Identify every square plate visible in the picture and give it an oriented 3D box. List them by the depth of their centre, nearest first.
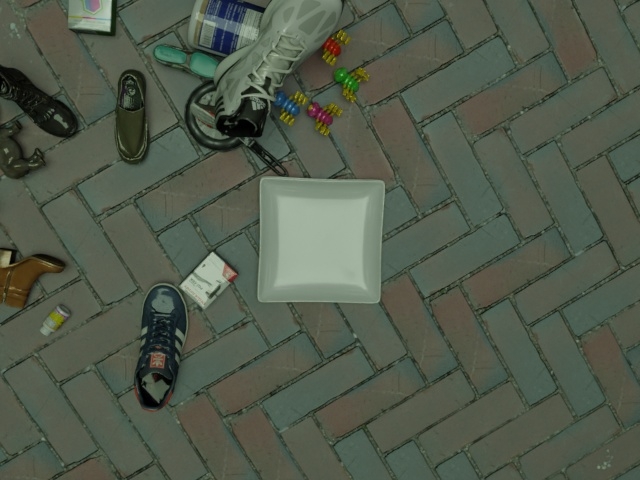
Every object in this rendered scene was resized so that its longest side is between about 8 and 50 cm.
[{"bbox_3d":[0.000,0.000,1.908,0.344,0.049,0.347,1,96,-6],"label":"square plate"}]

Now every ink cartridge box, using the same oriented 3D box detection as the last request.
[{"bbox_3d":[-0.584,-0.640,1.774,0.109,0.062,0.209,4,95,-5],"label":"ink cartridge box"},{"bbox_3d":[-0.305,0.107,1.886,0.099,0.056,0.135,43,90,-9],"label":"ink cartridge box"}]

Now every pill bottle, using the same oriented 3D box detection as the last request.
[{"bbox_3d":[-0.197,-0.534,1.778,0.265,0.153,0.153,16,94,-8],"label":"pill bottle"},{"bbox_3d":[-0.720,0.217,1.865,0.043,0.043,0.083,42,92,-8],"label":"pill bottle"}]

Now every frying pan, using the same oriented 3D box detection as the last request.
[{"bbox_3d":[-0.241,-0.279,1.858,0.197,0.053,0.326,-26,95,-1],"label":"frying pan"}]

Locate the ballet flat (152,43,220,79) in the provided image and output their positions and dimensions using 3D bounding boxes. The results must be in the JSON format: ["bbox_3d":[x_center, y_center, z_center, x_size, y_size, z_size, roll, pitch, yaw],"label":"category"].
[{"bbox_3d":[-0.346,-0.471,1.816,0.188,0.070,0.070,19,94,-11],"label":"ballet flat"}]

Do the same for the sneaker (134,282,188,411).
[{"bbox_3d":[-0.429,0.292,1.849,0.131,0.148,0.350,3,96,-6],"label":"sneaker"}]

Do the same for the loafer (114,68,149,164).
[{"bbox_3d":[-0.501,-0.324,1.804,0.094,0.087,0.251,-3,96,-5],"label":"loafer"}]

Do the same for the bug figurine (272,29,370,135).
[{"bbox_3d":[-0.002,-0.410,1.822,0.216,0.072,0.279,35,91,-37],"label":"bug figurine"}]

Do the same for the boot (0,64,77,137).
[{"bbox_3d":[-0.742,-0.353,1.706,0.263,0.229,0.091,39,91,-8],"label":"boot"}]

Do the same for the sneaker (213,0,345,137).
[{"bbox_3d":[-0.099,-0.389,1.614,0.169,0.447,0.257,23,49,-33],"label":"sneaker"}]

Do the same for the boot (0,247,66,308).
[{"bbox_3d":[-0.781,0.109,1.836,0.197,0.073,0.152,10,94,6],"label":"boot"}]

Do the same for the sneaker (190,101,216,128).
[{"bbox_3d":[-0.263,-0.329,1.807,0.158,0.061,0.064,25,67,-6],"label":"sneaker"}]

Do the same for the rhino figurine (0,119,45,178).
[{"bbox_3d":[-0.826,-0.268,1.787,0.106,0.073,0.243,-35,97,-4],"label":"rhino figurine"}]
